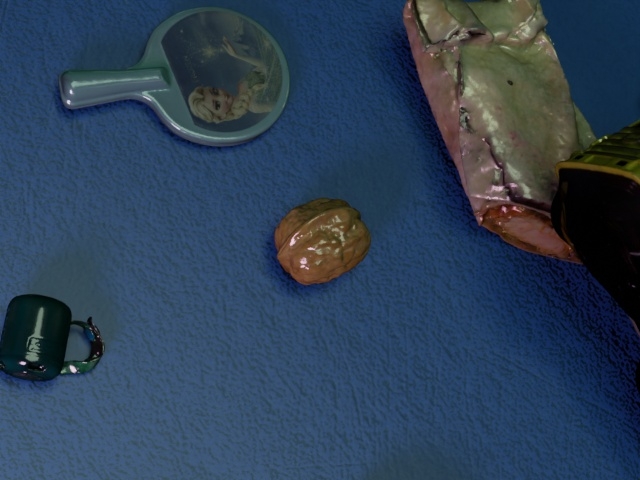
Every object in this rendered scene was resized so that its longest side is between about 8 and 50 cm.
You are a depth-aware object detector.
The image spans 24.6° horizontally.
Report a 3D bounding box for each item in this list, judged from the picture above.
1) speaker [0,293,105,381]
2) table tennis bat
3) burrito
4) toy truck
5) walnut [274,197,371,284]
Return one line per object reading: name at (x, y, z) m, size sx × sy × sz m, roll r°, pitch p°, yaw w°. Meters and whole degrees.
speaker at (-0.251, 0.094, 1.361) m, size 0.094 × 0.060 × 0.075 m, roll 27°, pitch 65°, yaw -45°
table tennis bat at (-0.143, -0.162, 1.465) m, size 0.237 × 0.038 × 0.149 m, roll -7°, pitch 78°, yaw -20°
burrito at (0.203, -0.104, 1.505) m, size 0.175 × 0.107 × 0.348 m, roll -24°, pitch 86°, yaw -21°
toy truck at (0.406, 0.053, 1.422) m, size 0.254 × 0.180 × 0.405 m, roll -36°, pitch 108°, yaw -16°
walnut at (0.000, 0.000, 1.438) m, size 0.096 × 0.083 × 0.079 m, roll -21°, pitch 54°, yaw -18°
